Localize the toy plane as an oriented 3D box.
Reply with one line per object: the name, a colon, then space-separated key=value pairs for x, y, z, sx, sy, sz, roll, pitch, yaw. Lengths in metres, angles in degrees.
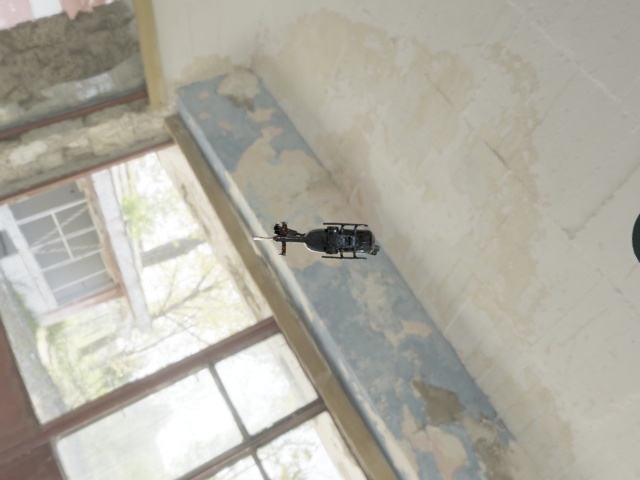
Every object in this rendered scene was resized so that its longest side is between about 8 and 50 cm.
toy plane: x=0.000 y=0.000 z=0.657 sx=0.060 sy=0.145 sz=0.037 roll=179 pitch=-86 yaw=-78

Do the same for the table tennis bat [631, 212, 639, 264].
table tennis bat: x=0.424 y=0.023 z=0.728 sx=0.124 sy=0.201 sz=0.033 roll=-12 pitch=-34 yaw=45
